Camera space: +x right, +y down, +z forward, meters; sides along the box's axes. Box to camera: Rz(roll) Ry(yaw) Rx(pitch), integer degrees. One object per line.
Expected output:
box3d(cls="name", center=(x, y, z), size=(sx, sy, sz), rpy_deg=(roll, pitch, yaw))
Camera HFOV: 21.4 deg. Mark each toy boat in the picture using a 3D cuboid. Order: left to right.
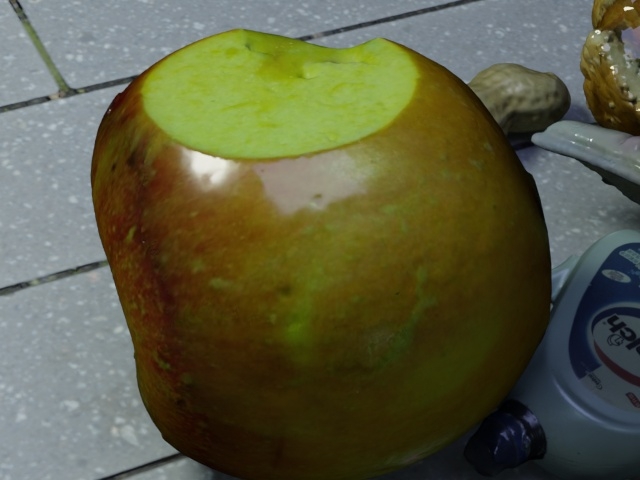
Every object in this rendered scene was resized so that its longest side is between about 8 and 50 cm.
box3d(cls="toy boat", center=(0.373, -0.015, 1.540), size=(0.276, 0.111, 0.293), rpy_deg=(34, 3, -29))

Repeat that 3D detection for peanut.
box3d(cls="peanut", center=(0.172, -0.132, 1.705), size=(0.187, 0.082, 0.082), rpy_deg=(-21, 55, -29))

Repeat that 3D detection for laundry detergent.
box3d(cls="laundry detergent", center=(0.225, 0.113, 1.467), size=(0.280, 0.105, 0.215), rpy_deg=(-26, 57, -28))

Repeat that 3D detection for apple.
box3d(cls="apple", center=(0.000, 0.000, 1.349), size=(0.374, 0.374, 0.384), rpy_deg=(-7, 65, -17))

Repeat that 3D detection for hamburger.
box3d(cls="hamburger", center=(0.397, -0.132, 1.662), size=(0.330, 0.209, 0.162), rpy_deg=(19, 82, -4))
